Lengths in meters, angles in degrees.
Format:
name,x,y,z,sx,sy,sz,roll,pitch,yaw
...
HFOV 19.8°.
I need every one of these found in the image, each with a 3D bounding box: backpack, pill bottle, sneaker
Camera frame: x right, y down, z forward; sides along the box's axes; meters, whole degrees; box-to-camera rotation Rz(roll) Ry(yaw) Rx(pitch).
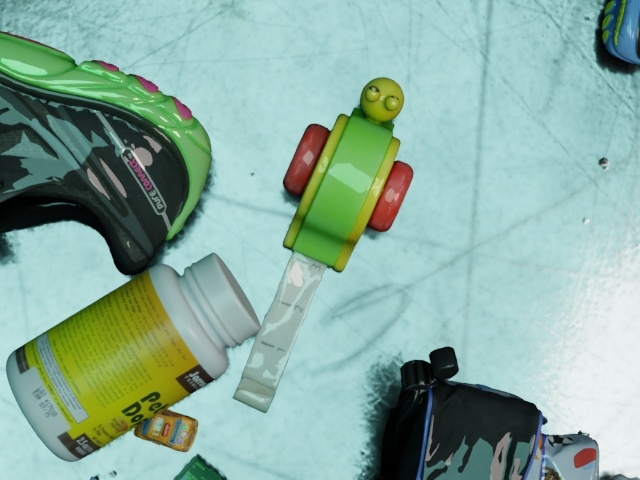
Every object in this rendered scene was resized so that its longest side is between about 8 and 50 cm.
name,x,y,z,sx,sy,sz,roll,pitch,yaw
backpack,0.125,0.241,1.588,0.213,0.263,0.276,17,87,-6
pill bottle,-0.165,0.100,1.649,0.215,0.117,0.117,-31,87,3
sneaker,0.324,-0.254,1.738,0.078,0.067,0.188,19,83,-22
sneaker,-0.343,-0.097,1.636,0.483,0.185,0.202,17,81,0

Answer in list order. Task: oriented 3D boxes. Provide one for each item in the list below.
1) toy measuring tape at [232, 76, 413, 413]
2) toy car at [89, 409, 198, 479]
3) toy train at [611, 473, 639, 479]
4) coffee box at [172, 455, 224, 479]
name,x,y,z,sx,sy,sz,roll,pitch,yaw
toy measuring tape,0.000,0.000,1.675,0.121,0.121,0.330,24,85,0
toy car,-0.166,0.204,1.689,0.060,0.040,0.122,36,85,1
toy train,0.271,0.299,1.680,0.105,0.080,0.184,30,85,6
coffee box,-0.135,0.300,1.668,0.113,0.040,0.184,40,74,2
